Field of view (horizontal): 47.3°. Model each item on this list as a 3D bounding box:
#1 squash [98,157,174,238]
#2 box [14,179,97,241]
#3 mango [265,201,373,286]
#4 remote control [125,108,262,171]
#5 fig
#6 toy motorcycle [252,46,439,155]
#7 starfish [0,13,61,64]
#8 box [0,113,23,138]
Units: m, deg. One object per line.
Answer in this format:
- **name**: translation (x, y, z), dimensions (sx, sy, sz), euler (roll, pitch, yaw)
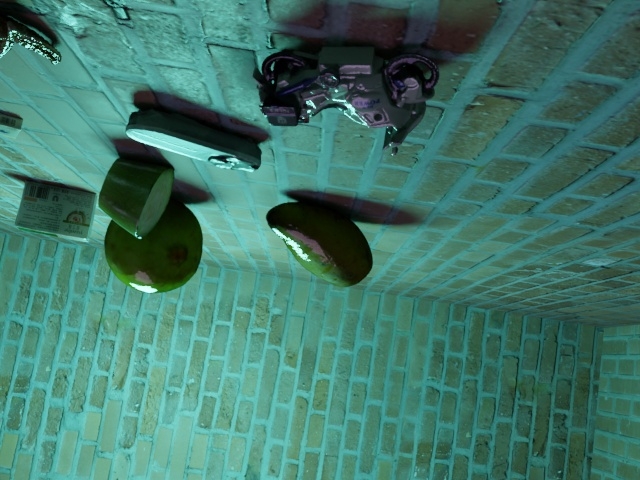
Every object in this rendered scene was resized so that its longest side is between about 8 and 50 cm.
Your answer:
- **squash**: translation (-0.399, -0.097, 1.570), dimensions (0.123, 0.170, 0.170), euler (21, 170, -4)
- **box**: translation (-0.737, -0.080, 2.049), dimensions (0.199, 0.135, 0.081), euler (12, 171, -11)
- **mango**: translation (0.008, -0.002, 1.778), dimensions (0.176, 0.175, 0.329), euler (-24, 139, 12)
- **remote control**: translation (-0.211, -0.169, 1.252), dimensions (0.247, 0.052, 0.104), euler (15, 170, -36)
- **fig**: translation (-0.454, -0.002, 1.948), dimensions (0.258, 0.258, 0.326), euler (15, -172, -35)
- **toy motorcycle**: translation (0.033, -0.172, 0.886), dimensions (0.221, 0.102, 0.150), euler (4, 149, 12)
- **starfish**: translation (-0.401, -0.257, 0.897), dimensions (0.238, 0.057, 0.213), euler (6, 179, 45)
- **box**: translation (-0.606, -0.221, 1.405), dimensions (0.054, 0.024, 0.083), euler (12, 170, -28)
